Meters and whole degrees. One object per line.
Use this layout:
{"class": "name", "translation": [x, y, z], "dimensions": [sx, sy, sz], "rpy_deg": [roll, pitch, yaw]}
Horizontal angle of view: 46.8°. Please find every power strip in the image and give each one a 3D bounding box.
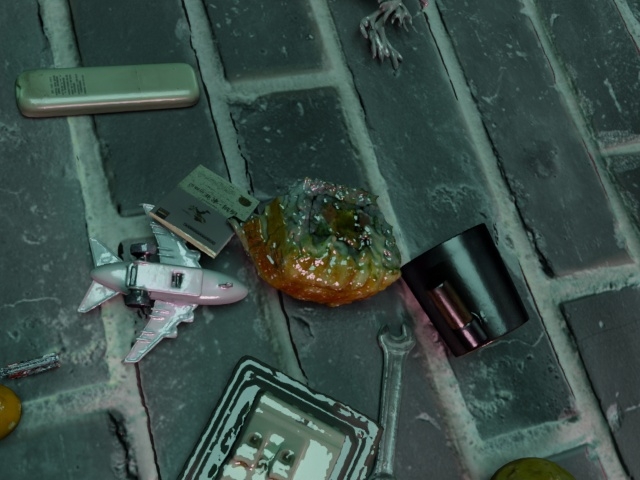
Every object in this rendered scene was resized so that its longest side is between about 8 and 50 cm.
{"class": "power strip", "translation": [-0.055, 0.328, 1.088], "dimensions": [0.257, 0.092, 0.251], "rpy_deg": [28, 62, -4]}

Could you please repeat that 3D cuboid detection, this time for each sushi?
{"class": "sushi", "translation": [0.000, 0.000, 1.200], "dimensions": [0.274, 0.139, 0.184], "rpy_deg": [13, 61, -33]}

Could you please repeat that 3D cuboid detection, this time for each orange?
{"class": "orange", "translation": [-0.457, 0.238, 1.022], "dimensions": [0.083, 0.070, 0.083], "rpy_deg": [6, 62, -12]}

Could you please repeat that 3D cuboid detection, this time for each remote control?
{"class": "remote control", "translation": [-0.364, -0.265, 1.280], "dimensions": [0.310, 0.038, 0.090], "rpy_deg": [-9, 69, -20]}

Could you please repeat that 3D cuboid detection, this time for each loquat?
{"class": "loquat", "translation": [0.336, 0.422, 1.130], "dimensions": [0.205, 0.149, 0.172], "rpy_deg": [10, 61, -24]}

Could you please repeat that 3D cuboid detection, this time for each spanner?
{"class": "spanner", "translation": [0.114, 0.275, 1.202], "dimensions": [0.071, 0.017, 0.302], "rpy_deg": [13, 64, -11]}

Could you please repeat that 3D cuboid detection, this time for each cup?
{"class": "cup", "translation": [0.219, 0.096, 1.216], "dimensions": [0.239, 0.166, 0.177], "rpy_deg": [-20, 79, -44]}

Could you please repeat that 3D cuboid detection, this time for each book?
{"class": "book", "translation": [-0.186, -0.053, 1.212], "dimensions": [0.127, 0.014, 0.181], "rpy_deg": [34, 36, 0]}

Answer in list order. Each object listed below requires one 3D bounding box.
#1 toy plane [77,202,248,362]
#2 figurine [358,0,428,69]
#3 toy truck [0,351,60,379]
{"class": "toy plane", "translation": [-0.236, 0.066, 1.142], "dimensions": [0.255, 0.101, 0.251], "rpy_deg": [7, 76, -13]}
{"class": "figurine", "translation": [0.083, -0.514, 1.445], "dimensions": [0.316, 0.206, 0.284], "rpy_deg": [10, 60, -5]}
{"class": "toy truck", "translation": [-0.424, 0.184, 1.077], "dimensions": [0.083, 0.032, 0.024], "rpy_deg": [-13, 76, -20]}
